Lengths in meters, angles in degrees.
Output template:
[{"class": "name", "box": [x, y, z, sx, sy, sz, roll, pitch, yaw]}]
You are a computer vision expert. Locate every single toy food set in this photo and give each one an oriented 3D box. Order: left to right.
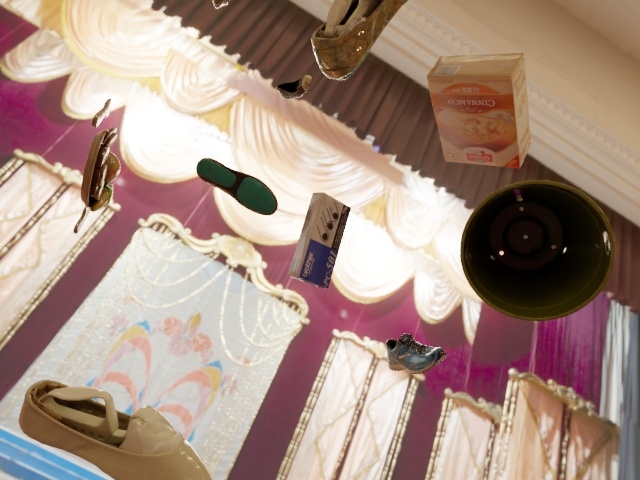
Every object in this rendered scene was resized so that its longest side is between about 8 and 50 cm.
[{"class": "toy food set", "box": [-0.332, -0.109, 0.751, 0.039, 0.132, 0.192, 13, -66, -19]}]

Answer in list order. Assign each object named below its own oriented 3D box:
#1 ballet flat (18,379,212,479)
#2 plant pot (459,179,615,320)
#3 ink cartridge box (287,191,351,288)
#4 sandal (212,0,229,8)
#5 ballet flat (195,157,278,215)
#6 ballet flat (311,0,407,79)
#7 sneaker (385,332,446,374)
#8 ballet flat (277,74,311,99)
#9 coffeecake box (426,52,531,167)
[{"class": "ballet flat", "box": [-0.239, 0.224, 0.574, 0.249, 0.086, 0.086, 15, -34, 8]}, {"class": "plant pot", "box": [0.601, 0.007, 1.417, 0.367, 0.353, 0.366, 3, -82, 18]}, {"class": "ink cartridge box", "box": [0.000, 0.000, 1.150, 0.097, 0.207, 0.046, 26, -14, -39]}, {"class": "sandal", "box": [-0.092, -0.318, 0.481, 0.060, 0.219, 0.090, -8, -37, 9]}, {"class": "ballet flat", "box": [-0.202, -0.137, 1.230, 0.232, 0.080, 0.073, 33, -1, 3]}, {"class": "ballet flat", "box": [0.100, -0.468, 0.931, 0.123, 0.348, 0.123, 34, -7, 5]}, {"class": "sneaker", "box": [0.185, 0.228, 1.005, 0.162, 0.063, 0.073, -19, -89, 55]}, {"class": "ballet flat", "box": [-0.077, -0.448, 1.431, 0.049, 0.057, 0.173, 28, -12, -28]}, {"class": "coffeecake box", "box": [0.278, -0.222, 0.850, 0.142, 0.068, 0.185, 13, -34, 36]}]
